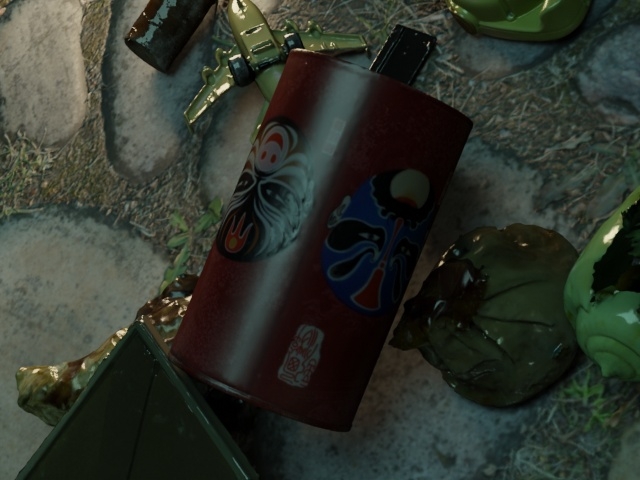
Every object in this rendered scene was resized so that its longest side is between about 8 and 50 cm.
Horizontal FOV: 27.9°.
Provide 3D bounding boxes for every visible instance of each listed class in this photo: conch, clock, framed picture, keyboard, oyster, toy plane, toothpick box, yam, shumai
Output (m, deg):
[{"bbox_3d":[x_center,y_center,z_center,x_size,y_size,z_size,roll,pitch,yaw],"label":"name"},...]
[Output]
[{"bbox_3d":[0.310,0.016,1.188,0.251,0.143,0.137,-66,11,-8],"label":"conch"},{"bbox_3d":[0.207,-0.316,1.490,0.232,0.069,0.170,7,68,34],"label":"clock"},{"bbox_3d":[-0.217,0.268,1.359,0.315,0.024,0.232,-51,59,22],"label":"framed picture"},{"bbox_3d":[0.067,-0.168,1.526,0.060,0.018,0.195,25,79,31],"label":"keyboard"},{"bbox_3d":[-0.192,0.139,1.457,0.271,0.100,0.275,-42,45,-16],"label":"oyster"},{"bbox_3d":[-0.069,-0.224,1.592,0.242,0.104,0.256,-24,59,-1],"label":"toy plane"},{"bbox_3d":[0.000,0.000,1.296,0.204,0.204,0.333,23,91,38],"label":"toothpick box"},{"bbox_3d":[-0.197,-0.301,1.719,0.079,0.079,0.141,30,83,39],"label":"yam"},{"bbox_3d":[0.161,0.056,1.277,0.201,0.120,0.201,-15,58,26],"label":"shumai"}]
